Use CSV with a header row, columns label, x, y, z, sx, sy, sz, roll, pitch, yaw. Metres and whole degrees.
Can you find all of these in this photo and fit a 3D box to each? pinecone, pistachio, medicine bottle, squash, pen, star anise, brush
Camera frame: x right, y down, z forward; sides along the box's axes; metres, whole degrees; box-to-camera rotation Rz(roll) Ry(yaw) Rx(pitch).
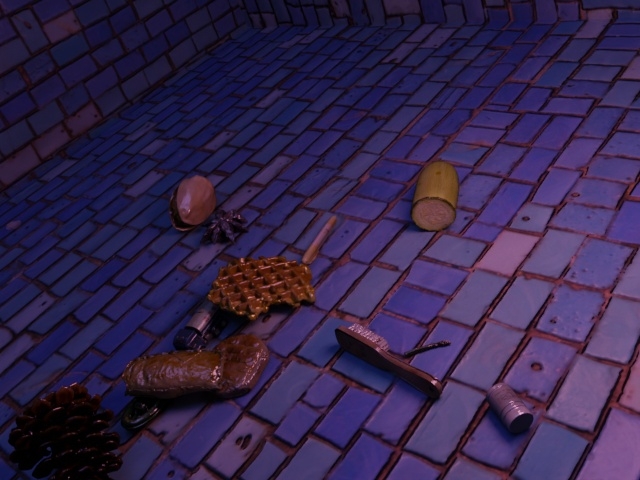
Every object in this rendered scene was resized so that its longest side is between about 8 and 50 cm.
label,x,y,z,sx,sy,sz,roll,pitch,yaw
pinecone,-0.583,0.487,1.530,0.246,0.246,0.292,-35,50,-17
pistachio,-0.460,-0.133,2.361,0.157,0.157,0.230,-3,45,25
medicine bottle,0.385,0.341,1.345,0.058,0.058,0.091,-26,35,-5
squash,0.343,-0.151,1.952,0.132,0.133,0.247,-7,39,21
pen,0.000,0.000,2.025,0.032,0.040,0.233,4,38,29
star anise,-0.335,-0.048,2.240,0.180,0.061,0.205,-14,36,11
brush,0.165,0.273,1.555,0.065,0.070,0.327,-32,36,-31

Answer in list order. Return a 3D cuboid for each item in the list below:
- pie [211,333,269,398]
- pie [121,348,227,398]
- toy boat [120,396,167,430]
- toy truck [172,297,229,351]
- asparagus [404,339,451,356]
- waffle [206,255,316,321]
label,x,y,z,sx,sy,sz,roll,pitch,yaw
pie,-0.227,0.323,1.709,0.195,0.046,0.195,-13,37,10
pie,-0.367,0.337,1.672,0.282,0.068,0.129,-6,45,10
toy boat,-0.438,0.406,1.706,0.104,0.052,0.210,5,42,29
toy truck,-0.327,0.238,1.837,0.074,0.088,0.202,5,43,31
asparagus,0.254,0.255,1.568,0.114,0.014,0.015,-19,69,6
waffle,-0.167,0.127,1.863,0.300,0.058,0.282,-2,33,-4
